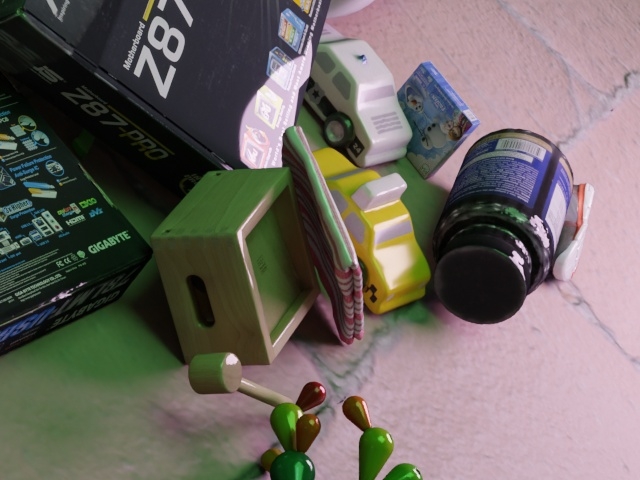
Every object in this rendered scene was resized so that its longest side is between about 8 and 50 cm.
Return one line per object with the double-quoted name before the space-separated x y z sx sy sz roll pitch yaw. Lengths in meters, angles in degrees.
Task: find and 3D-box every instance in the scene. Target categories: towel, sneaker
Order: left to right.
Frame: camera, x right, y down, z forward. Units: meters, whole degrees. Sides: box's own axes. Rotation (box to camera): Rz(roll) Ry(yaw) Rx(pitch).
"towel" 0.000 0.000 1.643 0.029 0.197 0.144 -22 68 -7
"sneaker" 0.258 -0.011 2.009 0.065 0.061 0.158 13 35 8

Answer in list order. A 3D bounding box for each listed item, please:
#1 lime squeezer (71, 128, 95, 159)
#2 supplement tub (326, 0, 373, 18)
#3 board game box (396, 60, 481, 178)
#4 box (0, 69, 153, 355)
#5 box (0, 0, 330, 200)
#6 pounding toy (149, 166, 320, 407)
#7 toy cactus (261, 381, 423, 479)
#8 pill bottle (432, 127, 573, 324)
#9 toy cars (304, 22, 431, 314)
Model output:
"lime squeezer" -0.149 -0.177 1.774 0.110 0.059 0.310 39 41 21
"supplement tub" 0.040 -0.388 2.041 0.228 0.228 0.316 43 32 3
"board game box" 0.114 -0.128 1.956 0.020 0.090 0.090 -18 64 -49
"box" -0.324 -0.038 1.468 0.293 0.073 0.295 47 36 11
"box" -0.128 -0.265 1.687 0.318 0.097 0.395 37 56 -34
"pounding toy" -0.083 0.064 1.556 0.206 0.094 0.181 -54 136 -55
"toy cactus" 0.004 0.227 1.486 0.180 0.112 0.219 -26 72 -33
"pill bottle" 0.183 -0.013 1.867 0.123 0.123 0.219 36 36 -6
"toy cars" 0.036 -0.100 1.855 0.176 0.087 0.394 23 39 -24
